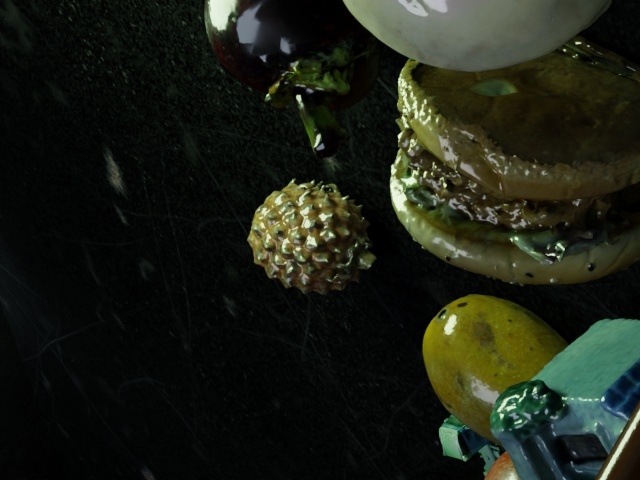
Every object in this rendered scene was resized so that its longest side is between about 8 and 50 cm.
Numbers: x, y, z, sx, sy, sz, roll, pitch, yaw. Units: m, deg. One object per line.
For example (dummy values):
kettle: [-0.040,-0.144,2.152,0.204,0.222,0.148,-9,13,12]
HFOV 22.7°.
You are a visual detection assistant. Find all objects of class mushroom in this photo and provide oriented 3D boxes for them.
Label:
mushroom: [0.129,-0.325,1.536,0.356,0.315,0.315,14,133,49]

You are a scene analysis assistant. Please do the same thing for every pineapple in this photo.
pineapple: [0.000,0.000,2.276,0.193,0.166,0.166,21,140,30]

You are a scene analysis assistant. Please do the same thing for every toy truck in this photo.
toy truck: [0.238,0.326,2.335,0.067,0.081,0.175,7,127,58]

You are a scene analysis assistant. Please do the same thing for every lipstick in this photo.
lipstick: [0.367,0.148,1.634,0.057,0.357,0.057,30,171,5]

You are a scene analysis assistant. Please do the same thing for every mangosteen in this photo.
mangosteen: [-0.018,-0.240,1.903,0.231,0.231,0.289,107,154,-58]

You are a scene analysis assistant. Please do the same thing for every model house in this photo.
model house: [0.423,0.236,1.772,0.329,0.251,0.295,-11,112,55]

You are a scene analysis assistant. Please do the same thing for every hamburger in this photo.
hamburger: [0.214,-0.094,1.696,0.318,0.276,0.195,39,143,35]

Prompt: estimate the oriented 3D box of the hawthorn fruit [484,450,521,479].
hawthorn fruit: [0.298,0.356,2.186,0.173,0.173,0.173,39,149,29]

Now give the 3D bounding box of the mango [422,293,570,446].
mango: [0.274,0.203,2.053,0.329,0.176,0.176,41,-165,25]
